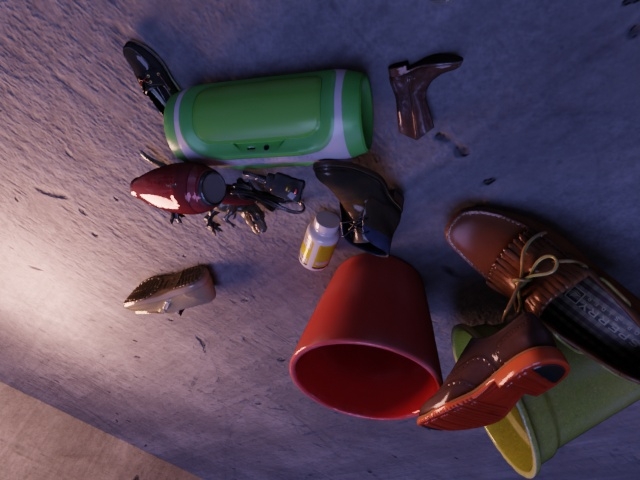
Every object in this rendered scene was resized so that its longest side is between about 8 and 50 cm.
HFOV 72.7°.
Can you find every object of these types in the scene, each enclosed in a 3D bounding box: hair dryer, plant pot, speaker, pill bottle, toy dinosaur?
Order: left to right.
[{"bbox_3d":[-0.230,-0.071,0.847,0.268,0.064,0.118,27,128,-7],"label":"toy dinosaur"},{"bbox_3d":[-0.168,-0.067,0.715,0.293,0.080,0.223,9,173,-4],"label":"hair dryer"},{"bbox_3d":[-0.076,-0.178,0.651,0.296,0.131,0.131,0,133,16],"label":"speaker"},{"bbox_3d":[0.000,0.000,0.841,0.065,0.065,0.116,19,135,-2],"label":"pill bottle"},{"bbox_3d":[0.101,0.176,0.855,0.274,0.243,0.275,8,134,9],"label":"plant pot"},{"bbox_3d":[0.422,0.243,0.797,0.253,0.276,0.276,-19,130,-2],"label":"plant pot"}]

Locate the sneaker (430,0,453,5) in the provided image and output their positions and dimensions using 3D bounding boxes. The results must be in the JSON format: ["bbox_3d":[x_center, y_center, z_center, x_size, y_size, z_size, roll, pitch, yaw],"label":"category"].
[{"bbox_3d":[0.113,-0.339,0.498,0.053,0.061,0.152,-31,100,45],"label":"sneaker"}]

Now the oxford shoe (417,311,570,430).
[{"bbox_3d":[0.247,0.213,0.670,0.096,0.098,0.271,24,128,-24],"label":"oxford shoe"}]

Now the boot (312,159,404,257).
[{"bbox_3d":[0.064,-0.046,0.686,0.082,0.106,0.219,-3,164,42],"label":"boot"}]

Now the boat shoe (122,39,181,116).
[{"bbox_3d":[-0.265,-0.253,0.694,0.048,0.042,0.133,-15,125,30],"label":"boat shoe"}]

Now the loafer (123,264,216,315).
[{"bbox_3d":[-0.365,0.139,1.053,0.268,0.102,0.092,-14,121,27],"label":"loafer"}]

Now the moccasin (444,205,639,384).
[{"bbox_3d":[0.359,0.080,0.681,0.380,0.147,0.139,45,119,16],"label":"moccasin"}]

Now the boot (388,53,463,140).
[{"bbox_3d":[0.155,-0.201,0.623,0.106,0.037,0.114,4,132,31],"label":"boot"}]
